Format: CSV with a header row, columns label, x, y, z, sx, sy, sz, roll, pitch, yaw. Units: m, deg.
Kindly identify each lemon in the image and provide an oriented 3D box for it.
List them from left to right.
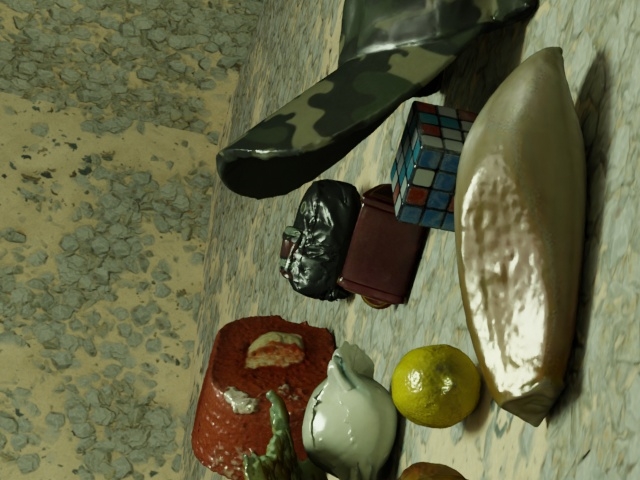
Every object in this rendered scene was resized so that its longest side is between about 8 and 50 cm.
label,x,y,z,sx,sy,sz,roll,pitch,yaw
lemon,0.109,0.136,1.515,0.110,0.082,0.082,142,138,-70

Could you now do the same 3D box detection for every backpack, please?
label,x,y,z,sx,sy,sz,roll,pitch,yaw
backpack,0.000,-0.002,2.204,0.120,0.106,0.165,170,108,-84

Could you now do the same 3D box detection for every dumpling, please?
label,x,y,z,sx,sy,sz,roll,pitch,yaw
dumpling,0.037,0.208,1.814,0.127,0.108,0.188,30,-128,-77

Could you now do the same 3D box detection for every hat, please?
label,x,y,z,sx,sy,sz,roll,pitch,yaw
hat,0.043,-0.216,1.723,0.366,0.381,0.257,139,113,-69

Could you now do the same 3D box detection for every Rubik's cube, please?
label,x,y,z,sx,sy,sz,roll,pitch,yaw
Rubik's cube,0.127,-0.072,1.615,0.092,0.092,0.092,-94,18,-55

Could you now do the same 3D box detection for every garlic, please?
label,x,y,z,sx,sy,sz,roll,pitch,yaw
garlic,0.167,-0.004,1.350,0.143,0.112,0.318,133,136,-66

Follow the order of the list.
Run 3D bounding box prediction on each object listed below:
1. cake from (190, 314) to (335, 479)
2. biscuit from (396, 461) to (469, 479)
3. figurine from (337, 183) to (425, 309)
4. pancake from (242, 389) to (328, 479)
label,x,y,z,sx,sy,sz,roll,pitch,yaw
cake,-0.075,0.210,2.184,0.283,0.177,0.151,-96,20,-63
biscuit,0.093,0.345,1.316,0.326,0.107,0.326,-170,90,-83
figurine,0.075,0.007,1.893,0.098,0.082,0.154,-68,-6,-65
pancake,-0.009,0.327,1.719,0.427,0.067,0.305,-62,-43,-82
